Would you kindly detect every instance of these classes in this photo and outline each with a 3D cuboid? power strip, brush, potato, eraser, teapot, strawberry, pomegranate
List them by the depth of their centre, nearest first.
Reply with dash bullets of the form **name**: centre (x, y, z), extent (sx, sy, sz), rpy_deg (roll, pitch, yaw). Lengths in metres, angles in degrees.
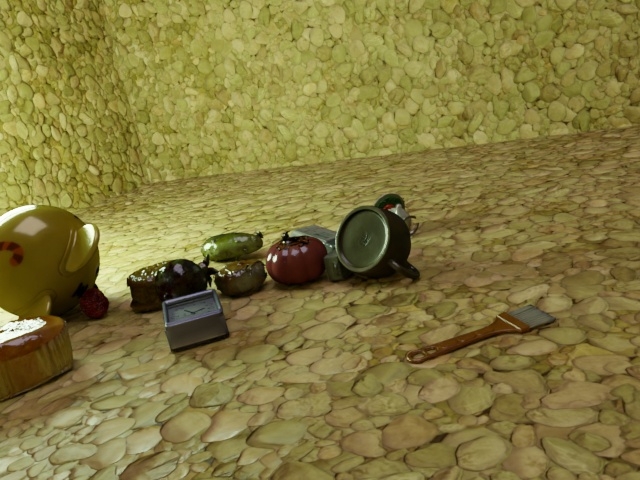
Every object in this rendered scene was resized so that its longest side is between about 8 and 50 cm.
- **brush**: centre (0.309, 0.187, 1.279), extent (0.314, 0.017, 0.090), rpy_deg (-16, 16, -15)
- **teapot**: centre (0.168, 0.018, 1.715), extent (0.175, 0.186, 0.268), rpy_deg (14, 26, -47)
- **pomegranate**: centre (-0.355, 0.115, 1.738), extent (0.169, 0.149, 0.148), rpy_deg (-12, 13, -38)
- **power strip**: centre (0.092, 0.038, 1.832), extent (0.052, 0.078, 0.272), rpy_deg (-7, 16, 34)
- **strawberry**: centre (-0.645, 0.184, 1.849), extent (0.083, 0.083, 0.096), rpy_deg (-22, 51, -34)
- **eraser**: centre (0.000, 0.000, 2.065), extent (0.089, 0.061, 0.352), rpy_deg (-17, 17, -23)
- **potato**: centre (-0.295, 0.019, 2.147), extent (0.225, 0.090, 0.117), rpy_deg (-9, 20, 21)

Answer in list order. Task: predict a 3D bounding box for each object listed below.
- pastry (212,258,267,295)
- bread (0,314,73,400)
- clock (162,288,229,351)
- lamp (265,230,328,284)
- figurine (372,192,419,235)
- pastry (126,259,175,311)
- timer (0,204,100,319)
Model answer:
- **pastry**: centre (-0.225, 0.103, 1.827), extent (0.153, 0.081, 0.153), rpy_deg (-19, 12, 4)
- **bread**: centre (-0.703, 0.266, 1.496), extent (0.250, 0.133, 0.179), rpy_deg (-20, 22, -26)
- **clock**: centre (-0.310, 0.192, 1.585), extent (0.144, 0.073, 0.193), rpy_deg (-14, 16, -13)
- **lamp**: centre (-0.067, 0.046, 1.806), extent (0.181, 0.140, 0.182), rpy_deg (-8, 19, 3)
- **figurine**: centre (0.249, -0.071, 2.066), extent (0.132, 0.132, 0.153), rpy_deg (-17, 29, -19)
- **pastry**: centre (-0.463, 0.126, 1.862), extent (0.188, 0.103, 0.189), rpy_deg (-11, 15, 3)
- **timer**: centre (-0.798, 0.081, 1.882), extent (0.376, 0.376, 0.387), rpy_deg (-22, 34, -34)
